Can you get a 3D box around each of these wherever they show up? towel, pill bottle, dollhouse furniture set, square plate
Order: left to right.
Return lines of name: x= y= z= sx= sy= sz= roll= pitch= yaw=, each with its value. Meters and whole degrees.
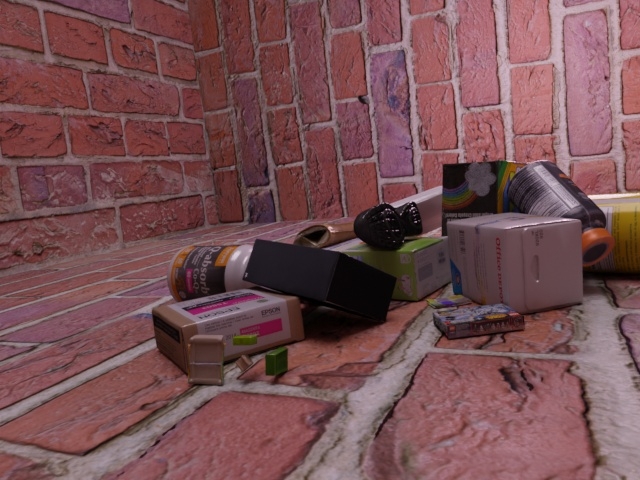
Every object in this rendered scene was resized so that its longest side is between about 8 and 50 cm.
pill bottle: x=-0.226 y=0.090 z=1.262 sx=0.278 sy=0.162 sz=0.162 roll=-3 pitch=8 yaw=29
dollhouse furniture set: x=-0.132 y=0.187 z=0.811 sx=0.152 sy=0.076 sz=0.058 roll=-3 pitch=-5 yaw=15
square plate: x=0.306 y=-0.077 z=1.708 sx=0.344 sy=0.049 sz=0.347 roll=-21 pitch=-19 yaw=0
towel: x=0.276 y=0.130 z=1.097 sx=0.083 sy=0.009 sz=0.060 roll=-7 pitch=8 yaw=-6
pill bottle: x=0.527 y=-0.057 z=1.118 sx=0.130 sy=0.130 sz=0.245 roll=-8 pitch=46 yaw=-14
pill bottle: x=0.693 y=-0.017 z=1.179 sx=0.334 sy=0.188 sz=0.188 roll=0 pitch=10 yaw=39

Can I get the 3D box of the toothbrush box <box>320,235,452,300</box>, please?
toothbrush box: x=0.158 y=0.064 z=1.286 sx=0.283 sy=0.122 sz=0.206 roll=-2 pitch=8 yaw=38

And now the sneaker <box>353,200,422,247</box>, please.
sneaker: x=0.143 y=-0.028 z=1.222 sx=0.130 sy=0.109 sz=0.286 roll=-14 pitch=-4 yaw=32

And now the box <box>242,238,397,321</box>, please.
box: x=-0.006 y=0.079 z=1.053 sx=0.261 sy=0.103 sz=0.184 roll=8 pitch=-10 yaw=46

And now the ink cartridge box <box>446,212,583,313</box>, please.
ink cartridge box: x=0.398 y=0.039 z=1.067 sx=0.168 sy=0.171 sz=0.233 roll=-8 pitch=8 yaw=-12

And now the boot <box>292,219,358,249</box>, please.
boot: x=0.000 y=0.000 z=1.474 sx=0.236 sy=0.089 sz=0.269 roll=-29 pitch=-9 yaw=31

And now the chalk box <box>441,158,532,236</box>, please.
chalk box: x=0.436 y=-0.055 z=1.323 sx=0.179 sy=0.289 sz=0.180 roll=-3 pitch=5 yaw=-36

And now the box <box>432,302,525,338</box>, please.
box: x=0.282 y=0.144 z=0.919 sx=0.137 sy=0.027 sz=0.094 roll=-7 pitch=6 yaw=-2

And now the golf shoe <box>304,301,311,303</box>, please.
golf shoe: x=0.001 y=0.129 z=1.220 sx=0.176 sy=0.069 sz=0.086 roll=-3 pitch=28 yaw=46

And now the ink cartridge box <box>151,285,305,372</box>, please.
ink cartridge box: x=-0.178 y=0.159 z=0.975 sx=0.235 sy=0.088 sz=0.193 roll=-10 pitch=7 yaw=-33
